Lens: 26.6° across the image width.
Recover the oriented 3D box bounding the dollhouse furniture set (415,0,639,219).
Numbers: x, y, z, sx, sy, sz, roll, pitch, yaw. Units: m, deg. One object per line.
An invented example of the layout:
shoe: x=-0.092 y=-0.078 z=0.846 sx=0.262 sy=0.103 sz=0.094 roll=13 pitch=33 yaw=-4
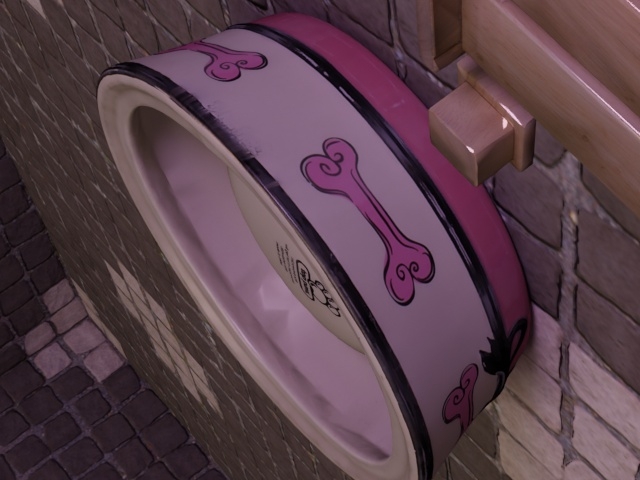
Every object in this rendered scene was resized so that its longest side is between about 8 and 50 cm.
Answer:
dollhouse furniture set: x=0.192 y=-0.063 z=0.446 sx=0.303 sy=0.174 sz=0.355 roll=49 pitch=170 yaw=20

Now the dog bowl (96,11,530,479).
dog bowl: x=0.000 y=0.000 z=1.072 sx=0.408 sy=0.150 sz=0.408 roll=47 pitch=161 yaw=22
